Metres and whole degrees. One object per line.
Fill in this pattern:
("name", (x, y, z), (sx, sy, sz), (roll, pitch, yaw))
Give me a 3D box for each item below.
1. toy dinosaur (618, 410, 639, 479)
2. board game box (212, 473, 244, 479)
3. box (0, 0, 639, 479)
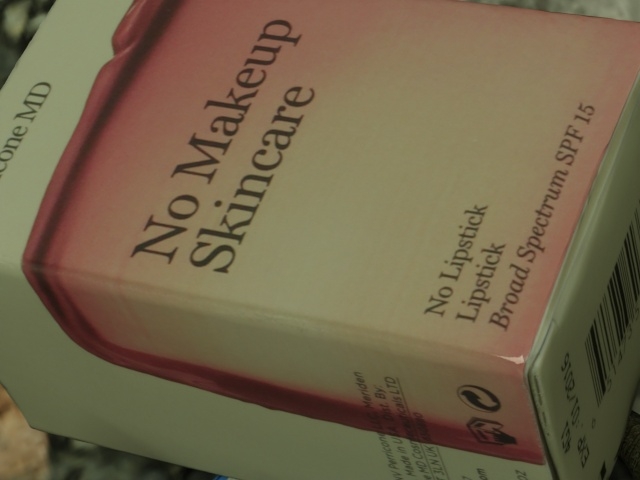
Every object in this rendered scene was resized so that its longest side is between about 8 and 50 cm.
("toy dinosaur", (0.198, 0.117, 0.650), (0.313, 0.121, 0.160), (25, 67, 16))
("board game box", (-0.035, 0.204, 0.720), (0.160, 0.047, 0.210), (41, 85, 22))
("box", (0.000, 0.000, 0.704), (0.232, 0.127, 0.148), (10, 57, 24))
